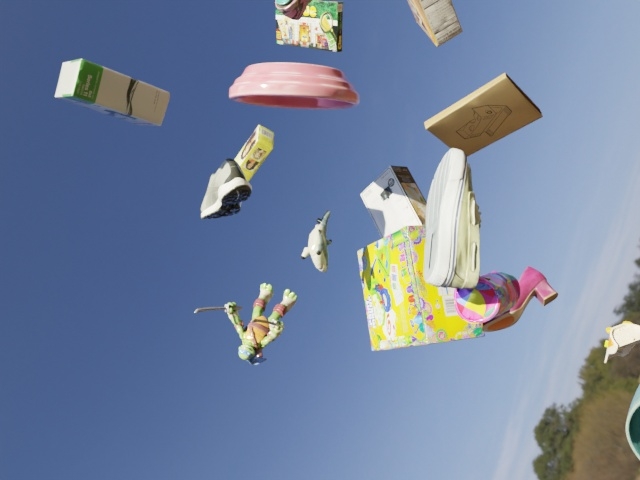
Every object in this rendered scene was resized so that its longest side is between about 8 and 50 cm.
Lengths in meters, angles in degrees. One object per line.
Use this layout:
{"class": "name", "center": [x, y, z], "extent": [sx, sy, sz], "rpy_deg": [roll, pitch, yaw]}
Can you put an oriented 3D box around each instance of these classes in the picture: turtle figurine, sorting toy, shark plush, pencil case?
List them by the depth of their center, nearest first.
{"class": "sorting toy", "center": [0.557, 0.196, 0.980], "extent": [0.083, 0.045, 0.075], "rpy_deg": [-13, -54, -17]}
{"class": "pencil case", "center": [0.365, 0.117, 1.140], "extent": [0.236, 0.105, 0.104], "rpy_deg": [2, -72, -60]}
{"class": "shark plush", "center": [0.000, 0.000, 1.369], "extent": [0.067, 0.073, 0.161], "rpy_deg": [26, -128, -32]}
{"class": "turtle figurine", "center": [-0.196, 0.230, 1.687], "extent": [0.274, 0.198, 0.266], "rpy_deg": [56, -141, -21]}

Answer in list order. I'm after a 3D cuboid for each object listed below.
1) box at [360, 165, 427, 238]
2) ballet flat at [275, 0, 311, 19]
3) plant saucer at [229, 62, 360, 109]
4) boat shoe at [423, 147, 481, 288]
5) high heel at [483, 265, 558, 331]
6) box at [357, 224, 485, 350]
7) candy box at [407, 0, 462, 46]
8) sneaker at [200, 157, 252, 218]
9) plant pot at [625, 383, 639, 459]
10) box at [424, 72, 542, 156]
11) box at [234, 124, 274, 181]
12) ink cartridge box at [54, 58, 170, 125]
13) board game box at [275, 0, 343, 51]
{"class": "box", "center": [0.262, -0.077, 1.699], "extent": [0.087, 0.289, 0.169], "rpy_deg": [-3, -31, -41]}
{"class": "ballet flat", "center": [-0.022, -0.578, 1.126], "extent": [0.079, 0.077, 0.221], "rpy_deg": [18, -80, -59]}
{"class": "plant saucer", "center": [-0.065, -0.390, 1.340], "extent": [0.332, 0.332, 0.084], "rpy_deg": [-9, -76, -51]}
{"class": "boat shoe", "center": [0.266, -0.041, 1.034], "extent": [0.109, 0.094, 0.302], "rpy_deg": [122, 162, -66]}
{"class": "high heel", "center": [0.525, 0.161, 1.464], "extent": [0.244, 0.117, 0.082], "rpy_deg": [-29, -41, -3]}
{"class": "box", "center": [0.252, 0.132, 1.398], "extent": [0.177, 0.279, 0.289], "rpy_deg": [-2, -103, -24]}
{"class": "candy box", "center": [0.268, -0.706, 1.422], "extent": [0.088, 0.182, 0.316], "rpy_deg": [-29, -47, 14]}
{"class": "sneaker", "center": [-0.265, -0.132, 1.441], "extent": [0.100, 0.271, 0.107], "rpy_deg": [-11, -104, -32]}
{"class": "plant pot", "center": [0.574, 0.204, 0.678], "extent": [0.195, 0.291, 0.290], "rpy_deg": [-51, -36, -37]}
{"class": "box", "center": [0.358, -0.267, 1.162], "extent": [0.165, 0.201, 0.021], "rpy_deg": [24, -128, -39]}
{"class": "box", "center": [-0.228, -0.249, 1.654], "extent": [0.058, 0.087, 0.232], "rpy_deg": [22, -48, -25]}
{"class": "ink cartridge box", "center": [-0.482, -0.339, 1.226], "extent": [0.209, 0.153, 0.086], "rpy_deg": [13, -88, -41]}
{"class": "board game box", "center": [-0.038, -0.646, 1.571], "extent": [0.030, 0.260, 0.136], "rpy_deg": [-24, -54, -41]}
